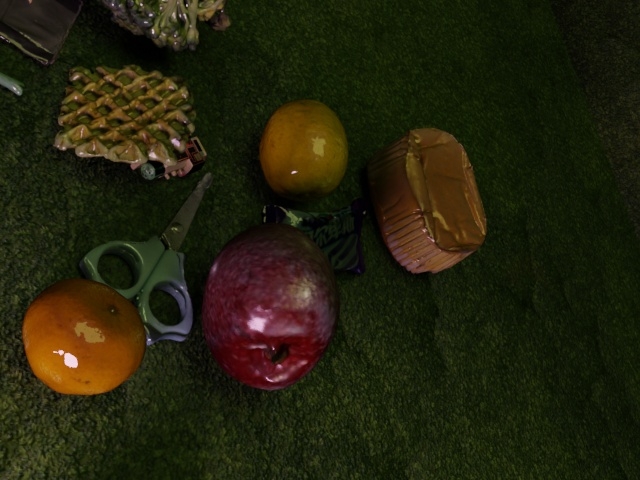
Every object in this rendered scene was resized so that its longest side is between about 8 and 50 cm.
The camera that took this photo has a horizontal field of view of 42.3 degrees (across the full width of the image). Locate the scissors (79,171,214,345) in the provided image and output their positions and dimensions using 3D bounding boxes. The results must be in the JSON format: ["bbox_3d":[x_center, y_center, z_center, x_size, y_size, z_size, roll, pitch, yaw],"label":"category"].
[{"bbox_3d":[-0.233,0.001,1.287,0.191,0.029,0.360,40,43,-17],"label":"scissors"}]

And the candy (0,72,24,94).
[{"bbox_3d":[-0.593,-0.298,1.086,0.440,0.119,0.119,24,50,-42],"label":"candy"}]

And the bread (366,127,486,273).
[{"bbox_3d":[0.208,-0.077,1.689,0.204,0.156,0.288,-7,73,-38],"label":"bread"}]

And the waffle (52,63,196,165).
[{"bbox_3d":[-0.296,-0.197,1.284,0.204,0.054,0.223,2,49,-8],"label":"waffle"}]

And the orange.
[{"bbox_3d":[-0.304,0.127,1.052,0.159,0.136,0.159,38,24,-21],"label":"orange"}]

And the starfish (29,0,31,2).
[{"bbox_3d":[-0.479,-0.410,1.290,0.092,0.016,0.086,53,40,-10],"label":"starfish"}]

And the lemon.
[{"bbox_3d":[-0.030,-0.164,1.495,0.170,0.170,0.207,24,49,-33],"label":"lemon"}]

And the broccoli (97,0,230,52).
[{"bbox_3d":[-0.285,-0.492,1.424,0.334,0.272,0.324,-80,164,-47],"label":"broccoli"}]

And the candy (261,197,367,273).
[{"bbox_3d":[0.000,0.000,1.484,0.275,0.070,0.145,-6,90,-47],"label":"candy"}]

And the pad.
[{"bbox_3d":[-0.497,-0.385,1.285,0.233,0.022,0.174,30,48,-27],"label":"pad"}]

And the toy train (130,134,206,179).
[{"bbox_3d":[-0.252,-0.140,1.346,0.138,0.050,0.087,-28,90,-50],"label":"toy train"}]

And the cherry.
[{"bbox_3d":[-0.074,0.089,1.238,0.203,0.230,0.300,4,42,-4],"label":"cherry"}]
